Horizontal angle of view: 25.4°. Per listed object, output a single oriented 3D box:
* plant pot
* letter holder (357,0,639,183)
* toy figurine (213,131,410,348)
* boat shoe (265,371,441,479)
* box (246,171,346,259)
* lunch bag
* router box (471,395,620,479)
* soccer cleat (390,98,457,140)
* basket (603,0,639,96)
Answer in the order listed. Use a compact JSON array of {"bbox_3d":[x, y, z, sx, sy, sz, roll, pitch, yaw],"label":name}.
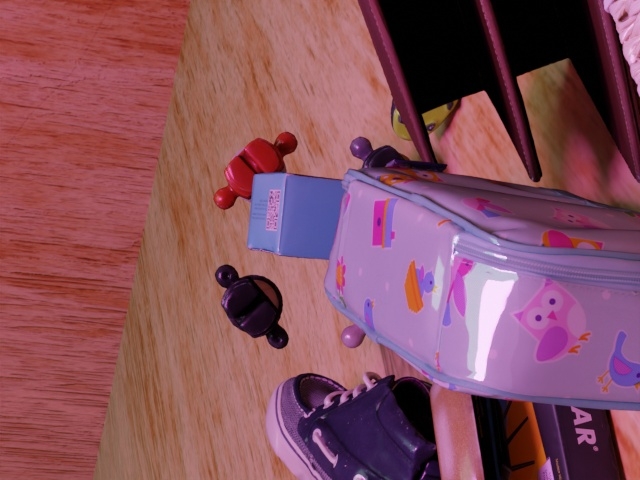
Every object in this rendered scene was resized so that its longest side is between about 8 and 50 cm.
[{"bbox_3d":[0.111,0.205,1.077,0.236,0.032,0.236,-8,-90,-85],"label":"plant pot"},{"bbox_3d":[0.104,-0.173,0.965,0.214,0.152,0.302,-106,-6,-51],"label":"letter holder"},{"bbox_3d":[0.000,0.000,1.398,0.148,0.209,0.213,113,157,-89],"label":"toy figurine"},{"bbox_3d":[0.052,0.177,1.335,0.340,0.127,0.158,50,125,57],"label":"boat shoe"},{"bbox_3d":[0.075,-0.010,1.075,0.100,0.244,0.060,-171,87,-73],"label":"box"},{"bbox_3d":[0.140,0.023,0.901,0.279,0.224,0.108,-147,64,-66],"label":"lunch bag"},{"bbox_3d":[0.164,0.140,1.067,0.133,0.046,0.179,115,155,-49],"label":"router box"},{"bbox_3d":[0.113,-0.181,1.358,0.072,0.060,0.179,-98,26,-66],"label":"soccer cleat"},{"bbox_3d":[0.248,-0.144,0.785,0.167,0.113,0.103,123,145,-56],"label":"basket"}]
